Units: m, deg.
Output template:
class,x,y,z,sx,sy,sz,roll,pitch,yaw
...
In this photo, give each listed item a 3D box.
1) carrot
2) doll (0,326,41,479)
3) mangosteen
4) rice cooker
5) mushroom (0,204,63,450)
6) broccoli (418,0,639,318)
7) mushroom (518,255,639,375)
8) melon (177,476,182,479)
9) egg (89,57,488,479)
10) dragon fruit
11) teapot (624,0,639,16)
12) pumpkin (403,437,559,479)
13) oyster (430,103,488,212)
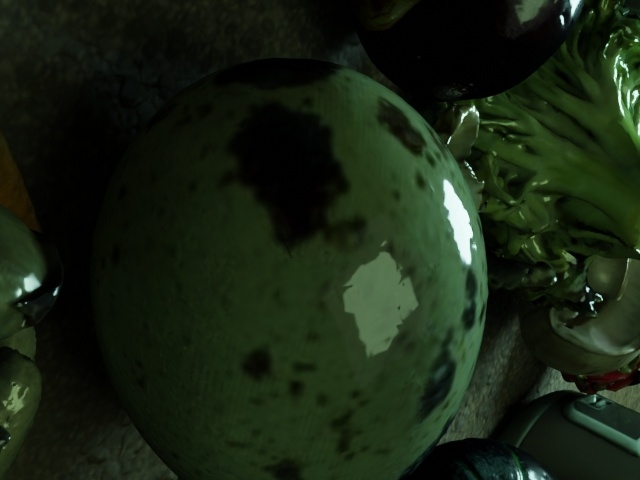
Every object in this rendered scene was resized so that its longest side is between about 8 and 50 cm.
class,x,y,z,sx,sy,sz,roll,pitch,yaw
carrot,-0.208,-0.014,0.785,0.047,0.047,0.191,-47,143,-27
doll,-0.234,0.182,0.732,0.278,0.149,0.175,-62,170,11
mangosteen,0.095,-0.229,0.960,0.250,0.211,0.211,28,85,-26
rice cooker,0.398,0.392,1.606,0.335,0.325,0.335,-32,133,-41
mushroom,-0.278,0.068,0.622,0.164,0.189,0.267,34,108,-33
broccoli,0.237,-0.086,1.212,0.272,0.324,0.334,-96,177,-49
mushroom,0.309,0.047,1.436,0.189,0.195,0.254,105,-2,-64
melon,-0.063,0.272,1.149,0.114,0.053,0.262,-65,147,-17
egg,-0.020,0.048,0.859,0.287,0.287,0.379,-41,135,-33
dragon fruit,0.390,0.115,1.593,0.166,0.160,0.172,-29,136,-11
teapot,0.389,-0.379,1.272,0.312,0.233,0.315,-44,169,-39
pumpkin,0.177,0.363,1.413,0.248,0.248,0.248,-31,132,-41
oyster,0.069,0.016,1.083,0.166,0.110,0.341,-54,163,-25
